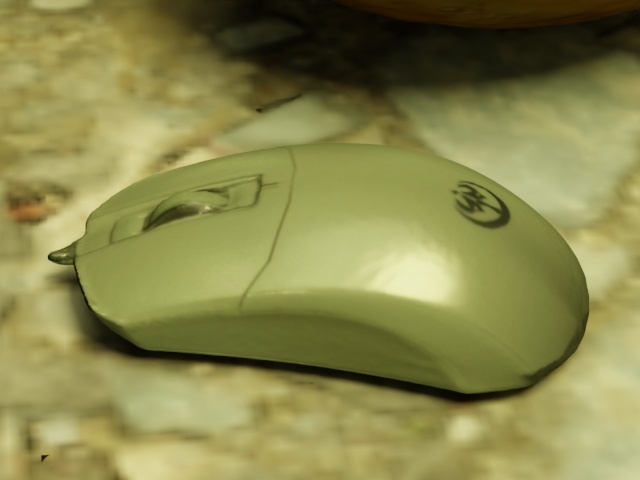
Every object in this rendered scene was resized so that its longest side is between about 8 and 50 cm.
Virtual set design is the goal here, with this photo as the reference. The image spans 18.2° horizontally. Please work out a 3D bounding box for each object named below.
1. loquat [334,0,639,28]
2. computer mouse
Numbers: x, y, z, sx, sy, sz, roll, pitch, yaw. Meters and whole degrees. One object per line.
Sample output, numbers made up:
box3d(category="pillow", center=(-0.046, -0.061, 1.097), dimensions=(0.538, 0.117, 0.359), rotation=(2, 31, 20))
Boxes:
box3d(category="loquat", center=(0.053, -0.145, 0.480), dimensions=(0.179, 0.179, 0.227), rotation=(17, 37, 17))
box3d(category="computer mouse", center=(0.000, 0.000, 0.400), dimensions=(0.110, 0.032, 0.056), rotation=(5, 37, 2))
